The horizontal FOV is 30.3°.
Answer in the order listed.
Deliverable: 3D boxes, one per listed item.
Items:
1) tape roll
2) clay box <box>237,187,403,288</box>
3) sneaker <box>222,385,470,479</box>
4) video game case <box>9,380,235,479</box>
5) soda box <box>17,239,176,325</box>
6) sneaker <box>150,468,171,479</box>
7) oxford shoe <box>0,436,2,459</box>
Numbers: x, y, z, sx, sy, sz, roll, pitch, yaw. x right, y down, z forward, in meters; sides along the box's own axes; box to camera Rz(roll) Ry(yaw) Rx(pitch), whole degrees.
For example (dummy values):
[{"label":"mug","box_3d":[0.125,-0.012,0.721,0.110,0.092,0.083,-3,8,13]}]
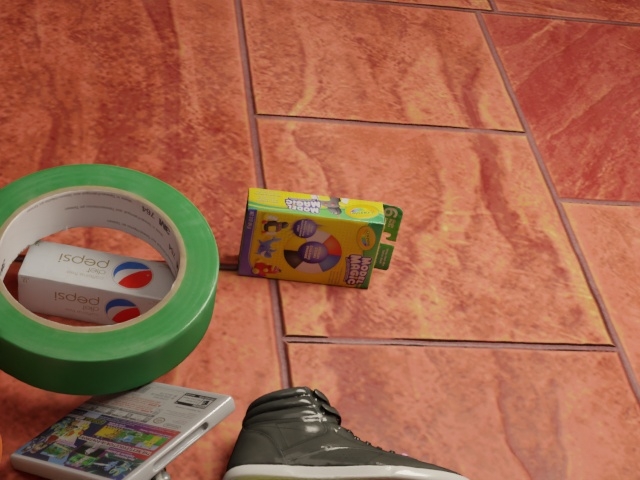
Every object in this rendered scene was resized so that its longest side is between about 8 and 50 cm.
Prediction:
[{"label":"tape roll","box_3d":[-0.290,0.042,1.485,0.321,0.077,0.321,5,49,-6]},{"label":"clay box","box_3d":[0.000,0.000,1.671,0.222,0.127,0.053,7,41,-6]},{"label":"sneaker","box_3d":[0.035,0.246,1.404,0.296,0.104,0.147,5,45,-2]},{"label":"video game case","box_3d":[-0.228,0.222,1.360,0.201,0.023,0.183,4,28,41]},{"label":"soda box","box_3d":[-0.286,0.064,1.569,0.216,0.069,0.074,10,41,-1]},{"label":"sneaker","box_3d":[-0.215,0.325,1.268,0.132,0.086,0.229,-8,44,-19]},{"label":"oxford shoe","box_3d":[-0.503,0.240,1.208,0.133,0.130,0.363,11,3,29]}]
